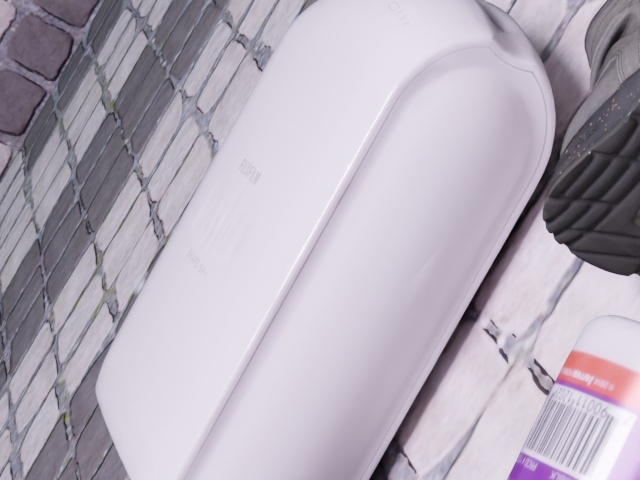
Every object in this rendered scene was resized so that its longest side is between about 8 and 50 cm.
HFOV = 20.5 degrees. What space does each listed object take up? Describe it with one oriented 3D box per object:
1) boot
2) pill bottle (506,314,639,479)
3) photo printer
[{"bbox_3d":[0.175,-0.107,0.691,0.246,0.083,0.161,-42,21,42],"label":"boot"},{"bbox_3d":[0.088,0.130,0.532,0.193,0.108,0.108,-63,19,-3],"label":"pill bottle"},{"bbox_3d":[0.000,0.000,0.948,0.307,0.107,0.256,-60,19,5],"label":"photo printer"}]
